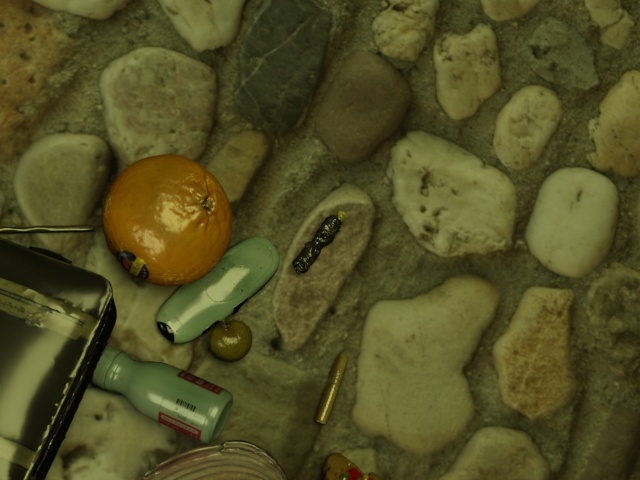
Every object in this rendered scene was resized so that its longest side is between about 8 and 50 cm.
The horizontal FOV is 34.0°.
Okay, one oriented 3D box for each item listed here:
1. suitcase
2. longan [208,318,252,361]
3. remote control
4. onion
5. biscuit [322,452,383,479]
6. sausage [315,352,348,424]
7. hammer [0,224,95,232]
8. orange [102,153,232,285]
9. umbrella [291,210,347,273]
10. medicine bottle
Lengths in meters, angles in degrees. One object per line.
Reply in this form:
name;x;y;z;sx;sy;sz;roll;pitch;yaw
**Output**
suitcase;-0.493;0.204;1.556;0.283;0.194;0.433;20;66;2
longan;-0.152;0.163;1.757;0.075;0.083;0.075;-5;35;3
remote control;-0.170;0.082;1.795;0.256;0.045;0.097;-42;89;-23
onion;-0.196;0.454;1.594;0.349;0.159;0.267;2;40;-17
biscuit;0.092;0.446;1.721;0.239;0.041;0.212;24;25;-23
sausage;0.021;0.256;1.817;0.024;0.024;0.132;25;68;-10
hammer;-0.518;-0.020;1.720;0.292;0.029;0.058;-1;76;-21
orange;-0.251;-0.034;1.730;0.219;0.193;0.219;14;52;-19
umbrella;0.000;0.000;1.883;0.037;0.040;0.144;36;64;4
medicine bottle;-0.252;0.241;1.667;0.217;0.090;0.090;23;66;10
